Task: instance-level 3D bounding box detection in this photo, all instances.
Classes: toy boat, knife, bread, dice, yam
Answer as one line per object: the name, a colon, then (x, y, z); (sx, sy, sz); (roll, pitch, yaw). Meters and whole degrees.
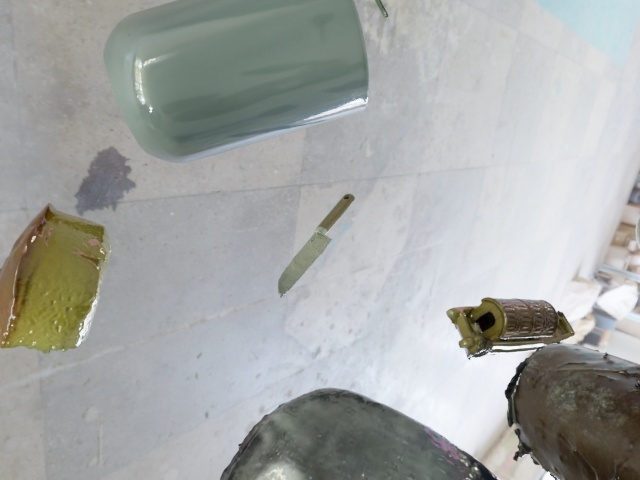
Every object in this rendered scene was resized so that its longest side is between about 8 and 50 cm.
toy boat: (0.268, 0.116, 0.627); (0.226, 0.068, 0.088); (5, 140, -28)
knife: (0.000, -0.002, 0.829); (0.298, 0.047, 0.017); (-50, 148, -42)
bread: (-0.252, 0.031, 0.439); (0.086, 0.156, 0.125); (18, 83, -25)
dice: (0.031, 0.236, 0.346); (0.181, 0.183, 0.182); (-53, 134, -27)
yam: (0.248, 0.157, 0.308); (0.131, 0.279, 0.131); (0, 90, -10)

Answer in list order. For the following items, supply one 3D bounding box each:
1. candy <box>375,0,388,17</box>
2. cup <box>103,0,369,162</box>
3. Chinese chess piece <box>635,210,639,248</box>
candy: (0.039, -0.253, 0.423); (0.035, 0.035, 0.123); (-2, 66, -44)
cup: (-0.110, -0.234, 0.626); (0.312, 0.205, 0.205); (-18, 127, -6)
Chinese chess piece: (0.760, -0.024, 0.887); (0.257, 0.257, 0.104); (6, 77, -52)
